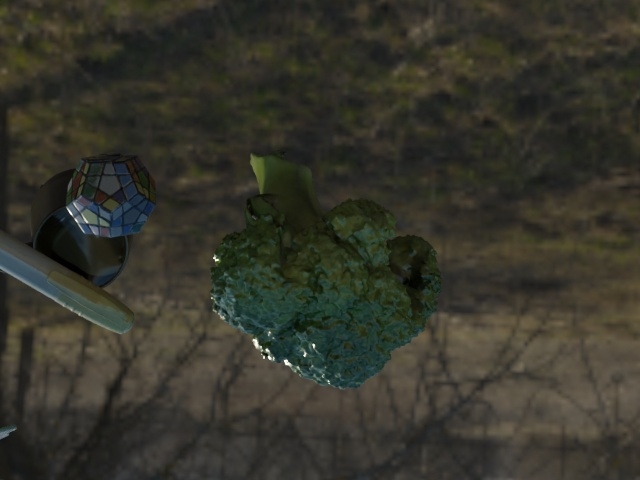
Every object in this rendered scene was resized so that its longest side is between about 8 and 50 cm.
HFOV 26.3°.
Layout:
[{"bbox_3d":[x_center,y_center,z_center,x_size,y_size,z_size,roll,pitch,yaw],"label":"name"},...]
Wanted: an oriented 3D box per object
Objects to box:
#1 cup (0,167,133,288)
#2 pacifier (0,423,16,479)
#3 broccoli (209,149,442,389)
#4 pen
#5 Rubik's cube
[{"bbox_3d":[-0.394,0.010,2.096,0.239,0.166,0.177,-34,-161,2],"label":"cup"},{"bbox_3d":[-0.468,0.297,1.857,0.127,0.116,0.150,-14,172,-31],"label":"pacifier"},{"bbox_3d":[0.026,0.012,1.464,0.254,0.302,0.186,30,133,-9],"label":"broccoli"},{"bbox_3d":[-0.265,0.016,1.196,0.233,0.032,0.040,31,168,-11],"label":"pen"},{"bbox_3d":[-0.250,-0.055,1.643,0.093,0.111,0.111,42,-164,32],"label":"Rubik's cube"}]
